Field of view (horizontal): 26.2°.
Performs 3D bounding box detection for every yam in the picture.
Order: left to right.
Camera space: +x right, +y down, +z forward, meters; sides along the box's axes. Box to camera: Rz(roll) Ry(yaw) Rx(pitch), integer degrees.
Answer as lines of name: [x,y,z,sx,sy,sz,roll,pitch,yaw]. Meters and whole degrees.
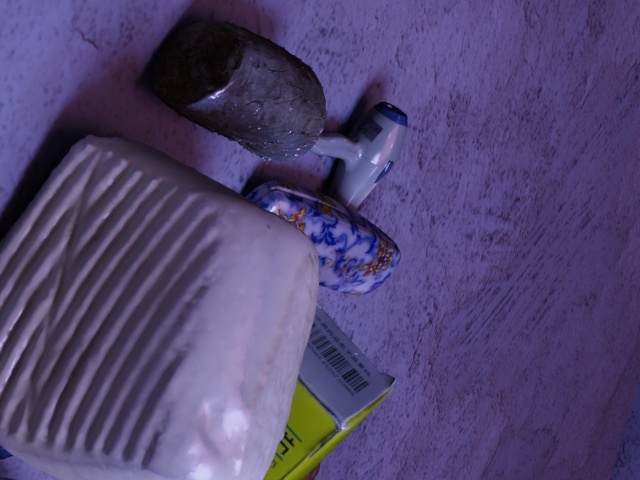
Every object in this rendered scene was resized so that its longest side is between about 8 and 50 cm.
yam: [-0.070,-0.139,1.262,0.183,0.107,0.107,19,97,-61]

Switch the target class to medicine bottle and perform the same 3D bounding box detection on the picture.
medicine bottle: [-0.064,0.191,1.396,0.250,0.137,0.141,-47,169,26]

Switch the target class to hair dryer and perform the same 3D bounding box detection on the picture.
hair dryer: [0.003,-0.070,1.505,0.199,0.067,0.167,-10,128,-44]

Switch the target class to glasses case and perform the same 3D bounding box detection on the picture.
glasses case: [0.000,0.000,1.497,0.087,0.065,0.248,-49,142,15]

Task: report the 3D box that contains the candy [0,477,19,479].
candy: [-0.342,0.405,1.211,0.358,0.145,0.208,-43,146,-32]

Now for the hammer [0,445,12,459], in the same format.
hammer: [-0.211,0.139,1.322,0.290,0.037,0.137,-21,131,-52]

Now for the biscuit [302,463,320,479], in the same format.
biscuit: [-0.046,0.312,1.730,0.118,0.061,0.183,18,97,-64]

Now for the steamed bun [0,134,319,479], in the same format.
steamed bun: [-0.125,0.081,1.198,0.272,0.273,0.290,17,93,-67]
